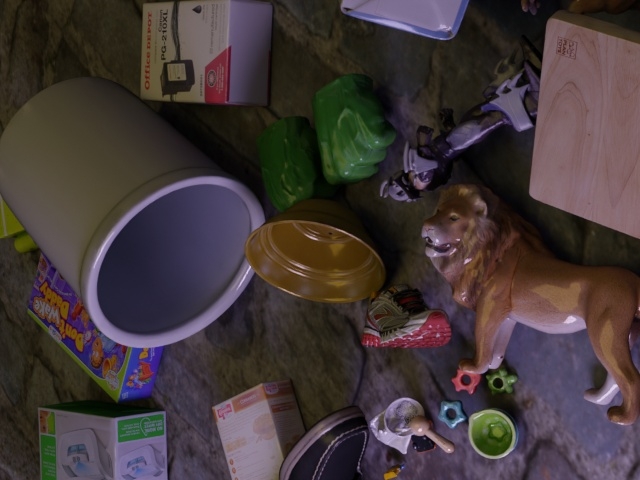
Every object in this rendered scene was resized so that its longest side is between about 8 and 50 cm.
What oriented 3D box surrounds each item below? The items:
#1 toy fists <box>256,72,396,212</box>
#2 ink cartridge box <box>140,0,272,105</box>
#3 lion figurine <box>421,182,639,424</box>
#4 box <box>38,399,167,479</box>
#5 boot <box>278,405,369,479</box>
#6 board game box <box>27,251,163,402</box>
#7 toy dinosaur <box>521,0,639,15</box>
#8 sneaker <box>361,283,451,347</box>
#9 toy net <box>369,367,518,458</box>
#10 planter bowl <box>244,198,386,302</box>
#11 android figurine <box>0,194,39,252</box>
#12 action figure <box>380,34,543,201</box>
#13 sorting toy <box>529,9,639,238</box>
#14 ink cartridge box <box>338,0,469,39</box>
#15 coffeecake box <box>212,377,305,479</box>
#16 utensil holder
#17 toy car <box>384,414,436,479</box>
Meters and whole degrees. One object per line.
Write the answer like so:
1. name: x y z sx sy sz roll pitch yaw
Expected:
1. toy fists: 0.007 -0.134 1.802 0.279 0.096 0.142 -29 64 45
2. ink cartridge box: -0.197 -0.316 1.992 0.237 0.100 0.172 8 98 45
3. lion figurine: 0.300 0.074 1.504 0.392 0.142 0.240 16 96 30
4. box: -0.413 0.432 2.247 0.262 0.127 0.231 0 90 45
5. boot: 0.049 0.455 1.750 0.284 0.138 0.377 48 132 33
6. board game box: -0.425 0.119 2.270 0.347 0.078 0.233 35 116 39
7. toy dinosaur: 0.337 -0.339 1.361 0.200 0.296 0.127 -33 40 40
8. sneaker: 0.114 0.106 1.672 0.225 0.088 0.092 171 101 -69
9. toy net: 0.165 0.243 1.652 0.232 0.045 0.122 -7 90 28
10. planter bowl: 0.000 0.000 1.782 0.217 0.217 0.090 -26 40 44
11. android figurine: -0.632 -0.097 2.487 0.273 0.056 0.248 -17 81 45
12. action figure: 0.186 -0.142 1.574 0.285 0.185 0.099 -38 98 25
13. sorting toy: 0.383 -0.129 1.354 0.255 0.089 0.257 24 137 27
14. ink cartridge box: 0.118 -0.441 1.509 0.395 0.151 0.270 -100 27 -66
15. coffeecake box: -0.091 0.338 1.946 0.142 0.068 0.185 -30 71 43
16. utensil holder: -0.332 -0.062 1.993 0.385 0.328 0.327 42 121 38
17. toy car: 0.127 0.297 1.739 0.060 0.040 0.122 50 126 6
